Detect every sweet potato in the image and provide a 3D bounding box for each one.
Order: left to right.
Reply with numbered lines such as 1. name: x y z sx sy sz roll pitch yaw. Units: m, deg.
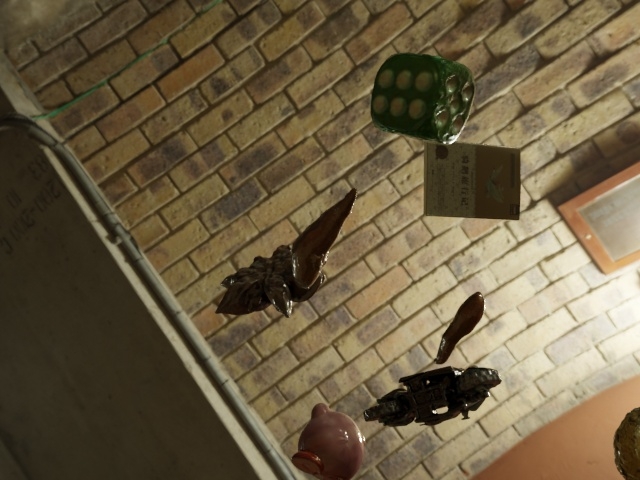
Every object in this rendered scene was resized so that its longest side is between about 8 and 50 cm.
1. sweet potato: -0.007 0.000 0.793 0.068 0.068 0.226 -39 161 -53
2. sweet potato: 0.289 0.198 1.047 0.050 0.050 0.214 -40 157 -57

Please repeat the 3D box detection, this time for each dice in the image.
1. dice: 0.165 -0.232 0.808 0.120 0.128 0.131 -1 111 -48

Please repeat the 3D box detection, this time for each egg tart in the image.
1. egg tart: 0.791 0.502 1.134 0.098 0.252 0.232 0 -179 -13

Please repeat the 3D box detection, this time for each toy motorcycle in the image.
1. toy motorcycle: 0.222 0.306 0.962 0.270 0.106 0.159 -24 153 17

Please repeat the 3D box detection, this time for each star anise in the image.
1. star anise: -0.126 0.110 1.251 0.315 0.108 0.315 -12 -155 6

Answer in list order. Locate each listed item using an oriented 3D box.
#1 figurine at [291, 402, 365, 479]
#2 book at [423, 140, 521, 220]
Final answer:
1. figurine: 0.027 0.508 1.219 0.173 0.173 0.173 -35 -177 2
2. book: 0.434 -0.169 1.396 0.310 0.217 0.021 2 178 -17
